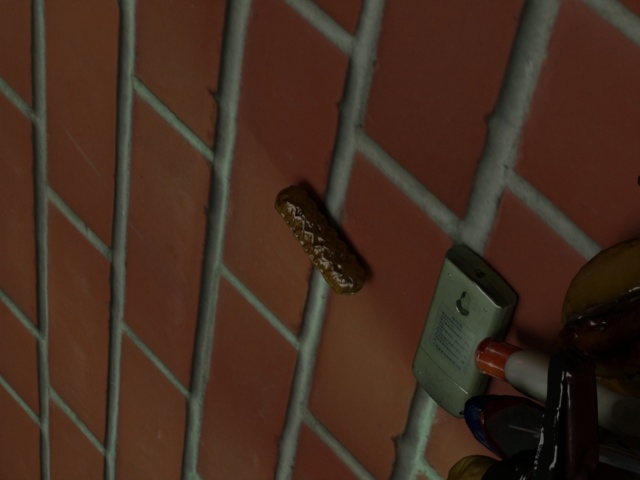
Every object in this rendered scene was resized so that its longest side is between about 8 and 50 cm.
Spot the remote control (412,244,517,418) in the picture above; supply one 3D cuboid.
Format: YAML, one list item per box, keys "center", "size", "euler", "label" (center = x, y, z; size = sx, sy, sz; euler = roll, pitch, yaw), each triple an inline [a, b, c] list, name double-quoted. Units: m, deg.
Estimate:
- center: [0.160, 0.108, 2.040]
  size: [0.098, 0.038, 0.233]
  euler: [44, 148, 25]
  label: "remote control"

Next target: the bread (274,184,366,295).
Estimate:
- center: [0.000, 0.000, 2.184]
  size: [0.157, 0.044, 0.052]
  euler: [54, 146, 8]
  label: "bread"

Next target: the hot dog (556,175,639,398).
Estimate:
- center: [0.309, 0.060, 1.684]
  size: [0.194, 0.107, 0.326]
  euler: [50, 150, 16]
  label: "hot dog"

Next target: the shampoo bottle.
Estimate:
- center: [0.249, 0.150, 1.886]
  size: [0.221, 0.108, 0.051]
  euler: [22, 91, 49]
  label: "shampoo bottle"

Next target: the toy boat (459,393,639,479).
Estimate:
- center: [0.263, 0.216, 1.831]
  size: [0.219, 0.072, 0.318]
  euler: [23, 174, -22]
  label: "toy boat"

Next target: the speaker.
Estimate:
- center: [0.250, 0.266, 1.623]
  size: [0.329, 0.198, 0.259]
  euler: [37, 165, 48]
  label: "speaker"

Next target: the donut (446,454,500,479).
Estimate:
- center: [0.240, 0.377, 1.948]
  size: [0.360, 0.170, 0.360]
  euler: [37, 169, 8]
  label: "donut"
